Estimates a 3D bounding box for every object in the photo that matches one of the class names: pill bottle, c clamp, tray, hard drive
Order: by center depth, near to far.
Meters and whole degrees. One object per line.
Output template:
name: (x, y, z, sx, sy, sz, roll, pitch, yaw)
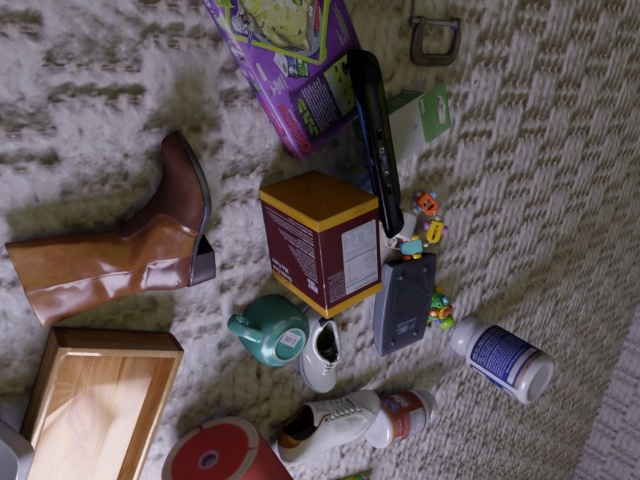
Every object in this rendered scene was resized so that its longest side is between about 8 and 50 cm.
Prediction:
tray: (-0.399, 0.349, 0.836, 0.202, 0.076, 0.411, 13, 101, -41)
c clamp: (0.237, -0.424, 1.001, 0.160, 0.022, 0.137, -7, 115, -36)
hard drive: (0.207, 0.156, 1.236, 0.172, 0.054, 0.255, -14, 120, -33)
pill bottle: (0.223, 0.485, 1.363, 0.216, 0.121, 0.121, -3, 113, -38)
pill bottle: (0.521, 0.337, 1.431, 0.153, 0.264, 0.153, -19, 123, -32)

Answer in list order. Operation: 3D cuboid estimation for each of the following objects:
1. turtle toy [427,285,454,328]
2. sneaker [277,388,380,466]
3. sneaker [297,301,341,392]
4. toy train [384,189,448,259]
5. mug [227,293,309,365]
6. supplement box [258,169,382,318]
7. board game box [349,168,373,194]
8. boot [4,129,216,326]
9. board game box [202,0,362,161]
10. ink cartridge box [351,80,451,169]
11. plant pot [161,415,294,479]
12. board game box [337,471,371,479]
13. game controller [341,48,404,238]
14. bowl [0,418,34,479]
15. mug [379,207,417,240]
turtle toy: (0.324, 0.192, 1.337, 0.095, 0.066, 0.130, -46, 132, -12)
sneaker: (0.029, 0.429, 1.190, 0.290, 0.106, 0.123, -23, 126, -27)
sneaker: (0.002, 0.258, 1.096, 0.094, 0.091, 0.258, -30, 126, -24)
toy train: (0.229, -0.035, 1.172, 0.125, 0.046, 0.166, 41, 94, -16)
mug: (-0.097, 0.190, 0.980, 0.157, 0.097, 0.130, -22, 123, -30)
supplement box: (0.000, 0.000, 0.902, 0.129, 0.191, 0.194, -23, 123, -28)
board game box: (0.095, -0.100, 1.020, 0.090, 0.020, 0.090, 15, 130, -41)
boot: (-0.311, -0.021, 0.741, 0.280, 0.096, 0.264, -13, 126, -25)
board game box: (-0.040, -0.329, 0.812, 0.208, 0.056, 0.347, -45, 131, -18)
ink cartridge box: (0.171, -0.237, 1.010, 0.209, 0.062, 0.109, -35, 128, -20)
plant pot: (-0.180, 0.510, 0.977, 0.274, 0.275, 0.243, -28, 118, -25)
board game box: (0.060, 0.734, 1.406, 0.181, 0.043, 0.092, 6, 107, -40)
game controller: (0.093, -0.164, 0.853, 0.067, 0.166, 0.319, -9, 120, 12)
bowl: (-0.488, 0.329, 0.725, 0.142, 0.142, 0.053, -65, 166, 10)
mug: (0.182, -0.041, 1.106, 0.078, 0.062, 0.064, 23, 90, -32)
